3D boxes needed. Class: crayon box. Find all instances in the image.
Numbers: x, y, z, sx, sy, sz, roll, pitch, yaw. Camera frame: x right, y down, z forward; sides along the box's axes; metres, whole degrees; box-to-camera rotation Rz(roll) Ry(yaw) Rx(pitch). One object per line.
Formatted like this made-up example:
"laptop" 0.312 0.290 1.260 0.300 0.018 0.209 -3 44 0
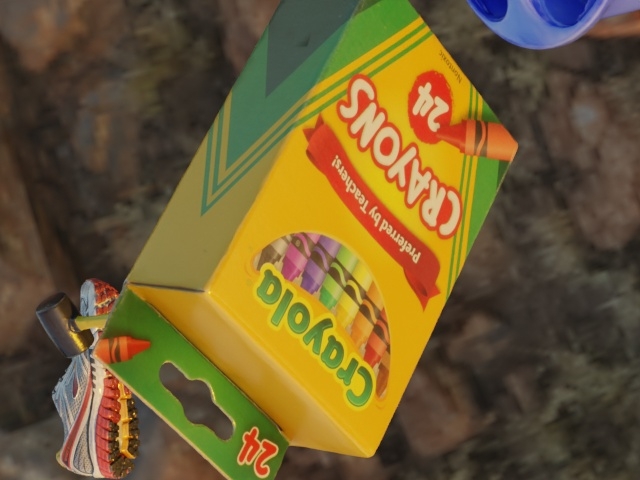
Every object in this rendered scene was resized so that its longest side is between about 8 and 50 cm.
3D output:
"crayon box" 0.000 0.000 1.260 0.081 0.318 0.202 4 148 42

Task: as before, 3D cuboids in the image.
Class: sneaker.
"sneaker" -0.261 0.154 2.123 0.092 0.088 0.225 -4 79 24

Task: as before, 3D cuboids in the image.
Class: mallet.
"mallet" -0.197 0.084 1.835 0.189 0.039 0.062 -1 125 39

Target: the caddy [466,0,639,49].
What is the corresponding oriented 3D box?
"caddy" 0.197 -0.329 1.543 0.241 0.179 0.341 15 112 56
